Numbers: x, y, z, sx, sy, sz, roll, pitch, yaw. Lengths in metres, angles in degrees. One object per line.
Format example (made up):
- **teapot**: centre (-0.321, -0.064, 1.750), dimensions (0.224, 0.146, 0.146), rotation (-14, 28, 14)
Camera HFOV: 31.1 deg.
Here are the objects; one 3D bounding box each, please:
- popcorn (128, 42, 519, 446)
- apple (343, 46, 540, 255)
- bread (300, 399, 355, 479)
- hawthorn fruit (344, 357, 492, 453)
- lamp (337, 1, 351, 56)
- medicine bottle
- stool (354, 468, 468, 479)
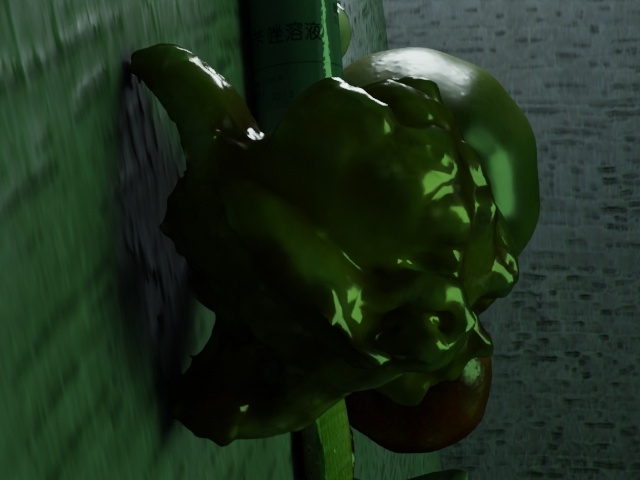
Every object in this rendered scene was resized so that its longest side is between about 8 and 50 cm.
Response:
- **popcorn**: centre (0.003, -0.011, 0.949), dimensions (0.326, 0.290, 0.321), rotation (162, -80, -70)
- **apple**: centre (0.126, -0.080, 1.535), dimensions (0.357, 0.357, 0.357), rotation (-6, 90, -81)
- **bread**: centre (0.009, 0.270, 1.527), dimensions (0.301, 0.045, 0.301), rotation (-7, 90, -83)
- **hawthorn fruit**: centre (0.158, 0.208, 1.802), dimensions (0.300, 0.254, 0.254), rotation (12, 72, -65)
- **lamp**: centre (-0.005, -0.299, 1.633), dimensions (0.250, 0.101, 0.101), rotation (-88, 170, -65)
- **medicine bottle**: centre (-0.035, -0.291, 1.378), dimensions (0.110, 0.110, 0.352), rotation (25, 60, -79)
- **stool**: centre (0.142, 0.461, 1.757), dimensions (0.195, 0.199, 0.195), rotation (67, 22, -65)
